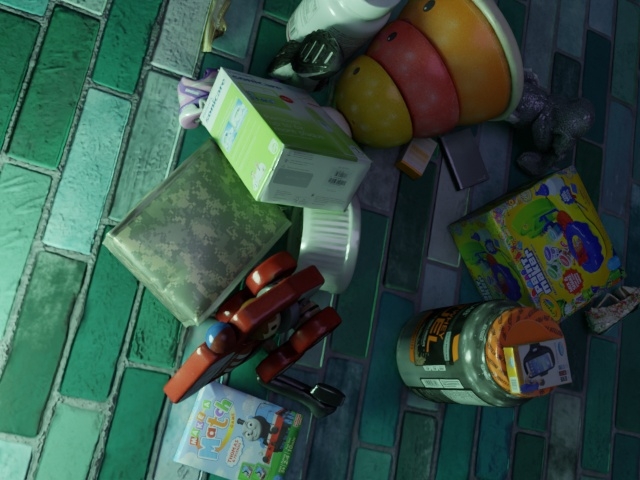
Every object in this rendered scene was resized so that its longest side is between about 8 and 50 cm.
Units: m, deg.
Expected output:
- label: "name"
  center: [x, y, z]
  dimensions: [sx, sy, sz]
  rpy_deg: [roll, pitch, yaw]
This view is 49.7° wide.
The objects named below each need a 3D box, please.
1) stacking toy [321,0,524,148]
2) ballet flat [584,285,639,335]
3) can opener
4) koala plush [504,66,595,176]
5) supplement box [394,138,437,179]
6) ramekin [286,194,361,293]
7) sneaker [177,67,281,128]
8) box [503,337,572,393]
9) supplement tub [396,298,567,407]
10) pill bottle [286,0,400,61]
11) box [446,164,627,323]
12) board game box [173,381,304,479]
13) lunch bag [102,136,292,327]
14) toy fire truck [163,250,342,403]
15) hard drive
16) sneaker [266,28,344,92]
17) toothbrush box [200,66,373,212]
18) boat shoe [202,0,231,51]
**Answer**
- label: "stacking toy"
  center: [0.155, -0.313, 1.480]
  dimensions: [0.479, 0.350, 0.351]
  rpy_deg: [-33, 94, -10]
- label: "ballet flat"
  center: [0.761, 0.159, 1.747]
  dimensions: [0.240, 0.091, 0.077]
  rpy_deg: [-23, 68, -29]
- label: "can opener"
  center: [-0.044, 0.298, 1.380]
  dimensions: [0.186, 0.059, 0.073]
  rpy_deg: [23, 98, -8]
- label: "koala plush"
  center: [0.528, -0.310, 1.685]
  dimensions: [0.221, 0.203, 0.196]
  rpy_deg: [38, 67, 0]
- label: "supplement box"
  center: [0.221, -0.199, 1.598]
  dimensions: [0.062, 0.036, 0.098]
  rpy_deg: [34, 69, -14]
- label: "ramekin"
  center: [0.000, 0.000, 1.377]
  dimensions: [0.108, 0.207, 0.207]
  rpy_deg: [8, 77, -12]
- label: "sneaker"
  center: [-0.189, -0.309, 1.413]
  dimensions: [0.236, 0.095, 0.105]
  rpy_deg: [-18, 80, -25]
- label: "box"
  center: [0.392, 0.220, 1.224]
  dimensions: [0.136, 0.028, 0.081]
  rpy_deg: [-6, 83, -23]
- label: "supplement tub"
  center: [0.315, 0.228, 1.392]
  dimensions: [0.207, 0.338, 0.207]
  rpy_deg: [5, 78, -23]
- label: "pill bottle"
  center: [0.049, -0.479, 1.440]
  dimensions: [0.160, 0.283, 0.161]
  rpy_deg: [4, 79, -23]
- label: "box"
  center: [0.499, 0.024, 1.603]
  dimensions: [0.279, 0.177, 0.290]
  rpy_deg: [-28, 92, -25]
- label: "board game box"
  center: [-0.152, 0.376, 1.323]
  dimensions: [0.211, 0.039, 0.160]
  rpy_deg: [24, 72, -17]
- label: "lunch bag"
  center: [-0.222, -0.020, 1.298]
  dimensions: [0.235, 0.169, 0.287]
  rpy_deg: [46, 71, -9]
- label: "toy fire truck"
  center: [-0.125, 0.166, 1.223]
  dimensions: [0.169, 0.302, 0.254]
  rpy_deg: [51, 41, 9]
- label: "hard drive"
  center: [0.344, -0.195, 1.660]
  dimensions: [0.094, 0.022, 0.135]
  rpy_deg: [-20, 89, -26]
- label: "sneaker"
  center: [-0.012, -0.354, 1.404]
  dimensions: [0.108, 0.271, 0.100]
  rpy_deg: [34, 86, -25]
- label: "toothbrush box"
  center: [-0.070, -0.188, 1.293]
  dimensions: [0.206, 0.122, 0.283]
  rpy_deg: [6, 33, -38]
- label: "boat shoe"
  center: [-0.217, -0.453, 1.447]
  dimensions: [0.045, 0.050, 0.136]
  rpy_deg: [14, 75, -15]
